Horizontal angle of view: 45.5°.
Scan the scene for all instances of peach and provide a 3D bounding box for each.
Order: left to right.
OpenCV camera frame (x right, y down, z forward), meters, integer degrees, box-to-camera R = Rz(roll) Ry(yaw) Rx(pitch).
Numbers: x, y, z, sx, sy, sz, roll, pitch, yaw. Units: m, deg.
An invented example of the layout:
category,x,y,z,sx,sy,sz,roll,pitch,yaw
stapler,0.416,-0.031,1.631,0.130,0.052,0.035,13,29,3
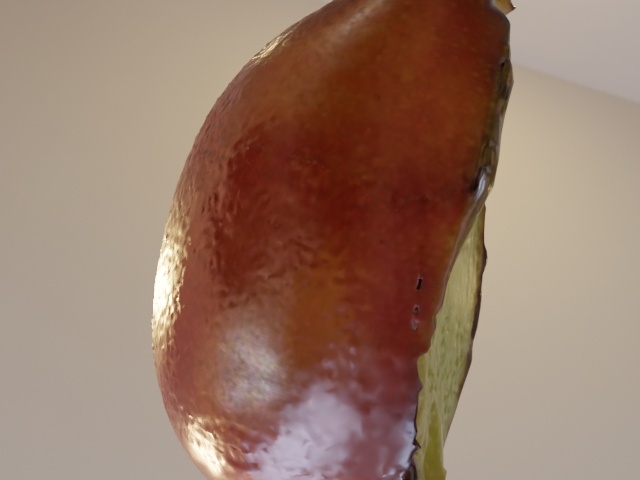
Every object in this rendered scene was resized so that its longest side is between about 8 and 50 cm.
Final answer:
category,x,y,z,sx,sy,sz,roll,pitch,yaw
peach,0.000,0.000,0.466,0.201,0.361,0.258,11,-162,14
